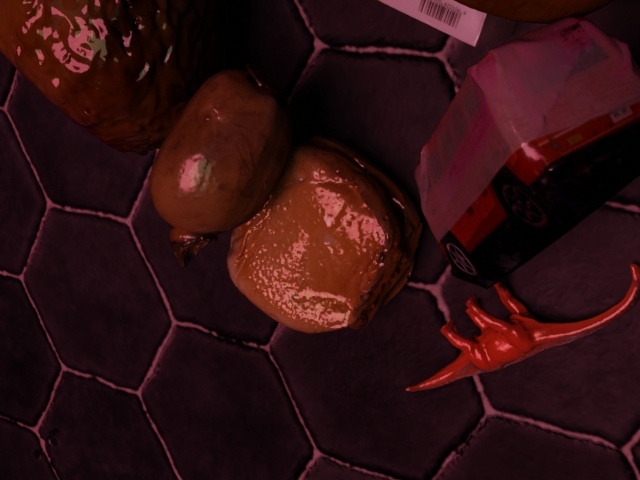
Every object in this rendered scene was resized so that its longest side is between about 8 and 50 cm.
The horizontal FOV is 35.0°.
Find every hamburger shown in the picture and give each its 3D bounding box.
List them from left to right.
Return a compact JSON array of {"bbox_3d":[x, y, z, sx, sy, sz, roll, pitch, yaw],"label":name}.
[{"bbox_3d":[-0.001,-0.001,1.095,0.213,0.108,0.214,11,111,31],"label":"hamburger"}]

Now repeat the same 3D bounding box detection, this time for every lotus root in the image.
[{"bbox_3d":[-0.103,-0.069,1.017,0.125,0.118,0.221,23,99,-21],"label":"lotus root"}]

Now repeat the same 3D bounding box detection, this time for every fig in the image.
[{"bbox_3d":[-0.174,-0.287,1.060,0.286,0.286,0.369,42,100,16],"label":"fig"}]

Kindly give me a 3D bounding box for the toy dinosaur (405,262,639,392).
[{"bbox_3d":[0.195,0.085,1.027,0.101,0.055,0.279,50,125,-1],"label":"toy dinosaur"}]

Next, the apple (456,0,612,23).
[{"bbox_3d":[0.166,-0.289,0.800,0.264,0.264,0.264,12,112,31],"label":"apple"}]

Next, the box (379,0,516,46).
[{"bbox_3d":[0.104,-0.233,0.961,0.154,0.084,0.040,30,122,23],"label":"box"}]

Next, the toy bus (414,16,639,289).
[{"bbox_3d":[0.173,-0.065,0.871,0.147,0.127,0.303,60,167,9],"label":"toy bus"}]
